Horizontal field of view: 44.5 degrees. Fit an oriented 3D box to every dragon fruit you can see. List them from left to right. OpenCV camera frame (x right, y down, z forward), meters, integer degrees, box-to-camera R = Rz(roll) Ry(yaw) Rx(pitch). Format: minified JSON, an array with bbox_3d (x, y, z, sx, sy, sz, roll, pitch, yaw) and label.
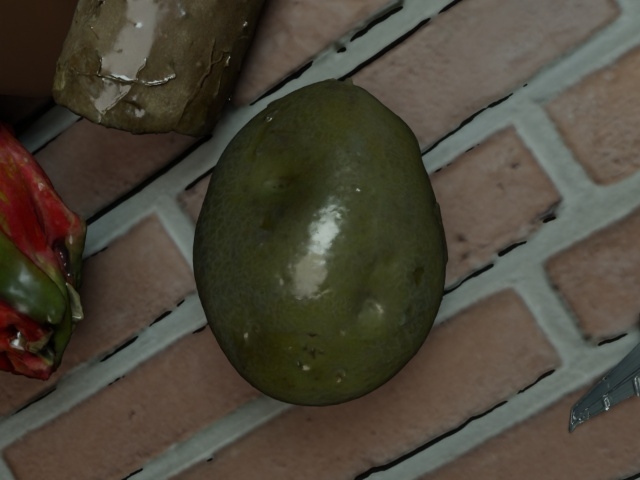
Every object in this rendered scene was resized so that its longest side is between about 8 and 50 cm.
[{"bbox_3d":[-0.316,-0.001,0.599,0.302,0.231,0.237,32,91,-4],"label":"dragon fruit"}]

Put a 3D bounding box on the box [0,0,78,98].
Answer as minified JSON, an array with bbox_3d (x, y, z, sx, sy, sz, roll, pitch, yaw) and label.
[{"bbox_3d":[-0.317,-0.294,0.552,0.229,0.239,0.340,14,100,20],"label":"box"}]

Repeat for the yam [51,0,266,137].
[{"bbox_3d":[-0.102,-0.191,0.583,0.129,0.128,0.238,26,96,43],"label":"yam"}]

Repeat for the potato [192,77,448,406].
[{"bbox_3d":[0.000,0.000,0.568,0.177,0.160,0.235,13,84,-13],"label":"potato"}]

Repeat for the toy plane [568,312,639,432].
[{"bbox_3d":[0.282,0.086,0.559,0.226,0.058,0.226,-13,93,30],"label":"toy plane"}]
